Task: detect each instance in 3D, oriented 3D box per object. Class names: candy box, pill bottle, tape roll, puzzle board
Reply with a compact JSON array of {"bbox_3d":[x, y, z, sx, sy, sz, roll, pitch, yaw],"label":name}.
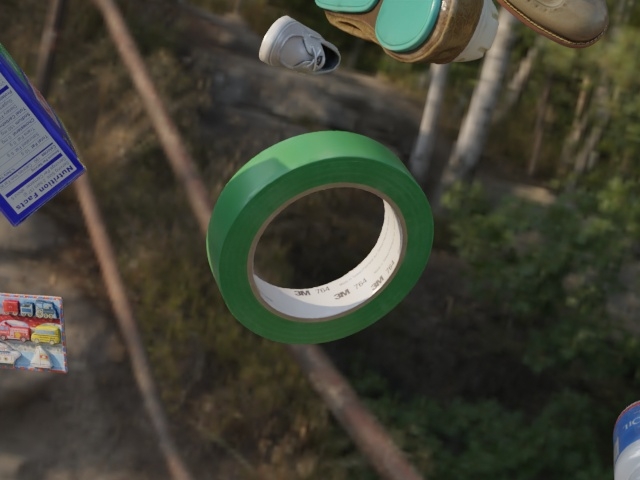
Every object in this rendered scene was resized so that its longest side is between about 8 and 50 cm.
[{"bbox_3d":[-0.435,-0.201,1.529,0.317,0.122,0.268,56,-5,-27],"label":"candy box"},{"bbox_3d":[0.485,0.324,1.825,0.124,0.124,0.221,13,18,7],"label":"pill bottle"},{"bbox_3d":[0.000,0.000,1.815,0.321,0.321,0.077,9,30,-26],"label":"tape roll"},{"bbox_3d":[-0.364,0.109,1.507,0.128,0.096,0.011,3,17,13],"label":"puzzle board"}]

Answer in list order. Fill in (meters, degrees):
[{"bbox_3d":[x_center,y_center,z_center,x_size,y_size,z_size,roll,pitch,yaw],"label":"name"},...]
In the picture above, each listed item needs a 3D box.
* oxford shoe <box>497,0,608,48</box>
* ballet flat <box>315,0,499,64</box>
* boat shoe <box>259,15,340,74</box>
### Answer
[{"bbox_3d":[0.263,-0.395,1.647,0.348,0.123,0.130,47,-7,-8],"label":"oxford shoe"},{"bbox_3d":[0.100,-0.226,1.256,0.124,0.116,0.342,20,6,-22],"label":"ballet flat"},{"bbox_3d":[-0.022,-0.243,1.644,0.063,0.066,0.184,29,7,15],"label":"boat shoe"}]
